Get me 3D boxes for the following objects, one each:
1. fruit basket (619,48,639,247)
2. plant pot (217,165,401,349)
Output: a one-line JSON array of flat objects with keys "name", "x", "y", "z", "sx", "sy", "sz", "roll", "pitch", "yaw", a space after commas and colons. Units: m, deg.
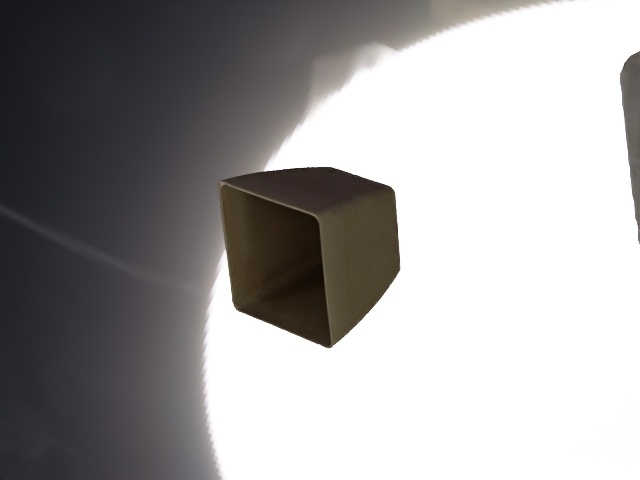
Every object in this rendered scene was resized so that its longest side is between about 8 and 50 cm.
[{"name": "fruit basket", "x": 0.285, "y": 0.000, "z": 0.795, "sx": 0.165, "sy": 0.327, "sz": 0.353, "roll": 45, "pitch": -24, "yaw": 43}, {"name": "plant pot", "x": 0.000, "y": 0.000, "z": 1.351, "sx": 0.109, "sy": 0.096, "sz": 0.109, "roll": 20, "pitch": -54, "yaw": 42}]
